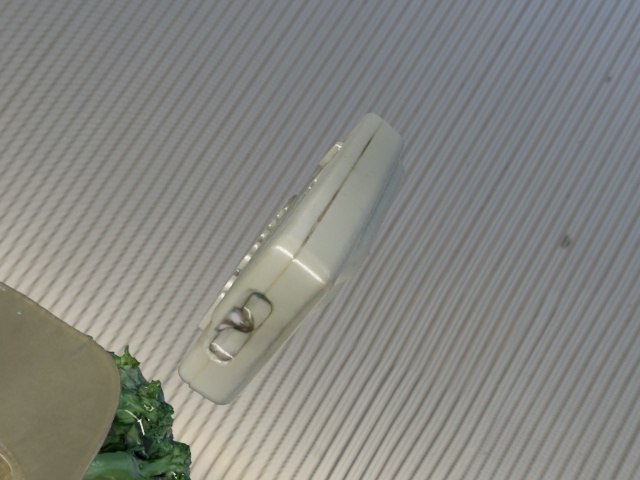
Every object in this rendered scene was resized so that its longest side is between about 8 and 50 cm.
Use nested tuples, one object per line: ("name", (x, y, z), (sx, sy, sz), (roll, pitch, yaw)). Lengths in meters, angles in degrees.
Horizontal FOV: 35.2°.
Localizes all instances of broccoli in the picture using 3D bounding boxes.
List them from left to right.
("broccoli", (-0.264, 0.214, 0.986), (0.295, 0.245, 0.265), (17, 76, 7))

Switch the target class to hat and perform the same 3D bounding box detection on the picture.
("hat", (-0.276, 0.158, 0.749), (0.214, 0.149, 0.244), (35, 32, 0))

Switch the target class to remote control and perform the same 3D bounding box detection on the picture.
("remote control", (-0.001, -0.001, 0.514), (0.049, 0.230, 0.090), (40, 116, -3))
